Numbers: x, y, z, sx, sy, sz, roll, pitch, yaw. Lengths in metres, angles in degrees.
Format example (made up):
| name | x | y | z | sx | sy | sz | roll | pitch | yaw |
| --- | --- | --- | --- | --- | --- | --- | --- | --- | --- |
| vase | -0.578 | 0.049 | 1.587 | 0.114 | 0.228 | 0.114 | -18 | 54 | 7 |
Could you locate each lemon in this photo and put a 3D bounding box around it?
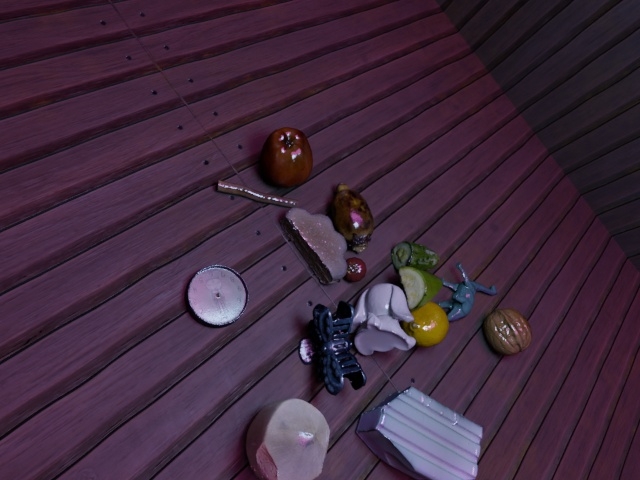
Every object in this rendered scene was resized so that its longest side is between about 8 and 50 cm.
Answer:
| name | x | y | z | sx | sy | sz | roll | pitch | yaw |
| --- | --- | --- | --- | --- | --- | --- | --- | --- | --- |
| lemon | 0.416 | 0.335 | 1.741 | 0.244 | 0.187 | 0.187 | -7 | 72 | -55 |

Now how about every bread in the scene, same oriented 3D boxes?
| name | x | y | z | sx | sy | sz | roll | pitch | yaw |
| --- | --- | --- | --- | --- | --- | --- | --- | --- | --- |
| bread | -0.004 | 0.003 | 1.706 | 0.183 | 0.102 | 0.337 | -33 | 85 | -39 |

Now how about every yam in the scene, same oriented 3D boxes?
| name | x | y | z | sx | sy | sz | roll | pitch | yaw |
| --- | --- | --- | --- | --- | --- | --- | --- | --- | --- |
| yam | -0.242 | -0.176 | 1.683 | 0.326 | 0.045 | 0.045 | 11 | 33 | -26 |

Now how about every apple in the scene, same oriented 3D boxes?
| name | x | y | z | sx | sy | sz | roll | pitch | yaw |
| --- | --- | --- | --- | --- | --- | --- | --- | --- | --- |
| apple | -0.131 | -0.320 | 1.700 | 0.234 | 0.234 | 0.234 | 11 | 65 | -25 |

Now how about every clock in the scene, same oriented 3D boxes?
| name | x | y | z | sx | sy | sz | roll | pitch | yaw |
| --- | --- | --- | --- | --- | --- | --- | --- | --- | --- |
| clock | -0.348 | 0.187 | 1.471 | 0.215 | 0.042 | 0.215 | 11 | 65 | -25 |

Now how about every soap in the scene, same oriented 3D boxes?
| name | x | y | z | sx | sy | sz | roll | pitch | yaw |
| --- | --- | --- | --- | --- | --- | --- | --- | --- | --- |
| soap | 0.362 | 0.710 | 1.572 | 0.446 | 0.156 | 0.261 | 33 | 58 | -14 |

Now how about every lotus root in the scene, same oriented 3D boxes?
| name | x | y | z | sx | sy | sz | roll | pitch | yaw |
| --- | --- | --- | --- | --- | --- | --- | --- | --- | --- |
| lotus root | 0.129 | -0.105 | 1.795 | 0.169 | 0.141 | 0.314 | -8 | 73 | -35 |

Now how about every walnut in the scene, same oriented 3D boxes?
| name | x | y | z | sx | sy | sz | roll | pitch | yaw |
| --- | --- | --- | --- | --- | --- | --- | --- | --- | --- |
| walnut | 0.836 | 0.404 | 1.947 | 0.213 | 0.213 | 0.213 | 11 | 65 | -25 |

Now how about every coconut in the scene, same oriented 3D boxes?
| name | x | y | z | sx | sy | sz | roll | pitch | yaw |
| --- | --- | --- | --- | --- | --- | --- | --- | --- | --- |
| coconut | -0.094 | 0.610 | 1.308 | 0.245 | 0.247 | 0.245 | 12 | 65 | -26 |

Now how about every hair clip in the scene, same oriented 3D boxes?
| name | x | y | z | sx | sy | sz | roll | pitch | yaw |
| --- | --- | --- | --- | --- | --- | --- | --- | --- | --- |
| hair clip | 0.043 | 0.372 | 1.512 | 0.194 | 0.206 | 0.310 | -3 | 75 | -24 |

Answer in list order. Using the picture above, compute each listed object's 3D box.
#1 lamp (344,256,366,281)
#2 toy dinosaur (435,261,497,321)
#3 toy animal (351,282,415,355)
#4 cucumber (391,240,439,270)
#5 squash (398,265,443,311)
| name | x | y | z | sx | sy | sz | roll | pitch | yaw |
| --- | --- | --- | --- | --- | --- | --- | --- | --- | --- |
| lamp | 0.134 | 0.116 | 1.738 | 0.101 | 0.090 | 0.101 | -3 | 73 | 11 |
| toy dinosaur | 0.682 | 0.296 | 1.969 | 0.331 | 0.129 | 0.383 | 36 | 58 | -22 |
| toy animal | 0.239 | 0.277 | 1.653 | 0.206 | 0.271 | 0.265 | 54 | 37 | -30 |
| cucumber | 0.438 | 0.076 | 1.907 | 0.244 | 0.134 | 0.134 | 5 | 67 | -32 |
| squash | 0.440 | 0.199 | 1.774 | 0.288 | 0.111 | 0.203 | 26 | 45 | -50 |
